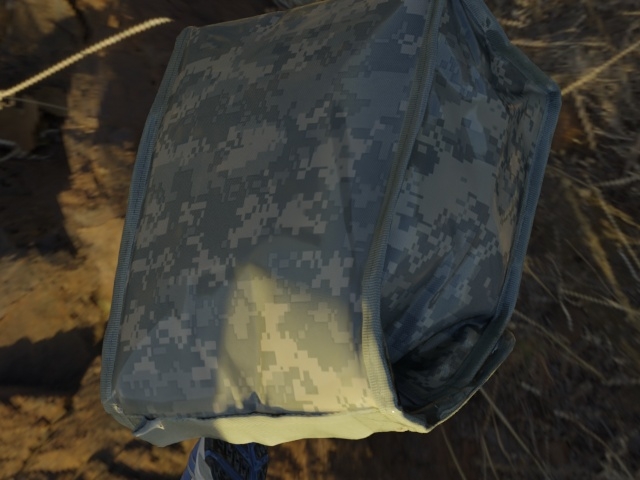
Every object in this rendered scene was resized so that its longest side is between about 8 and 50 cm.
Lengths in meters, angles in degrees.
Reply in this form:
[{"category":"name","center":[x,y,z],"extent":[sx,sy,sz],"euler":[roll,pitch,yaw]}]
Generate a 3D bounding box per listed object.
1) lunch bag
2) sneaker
[{"category":"lunch bag","center":[0.000,0.000,0.879],"extent":[0.235,0.169,0.287],"euler":[-6,57,38]},{"category":"sneaker","center":[-0.088,0.255,1.224],"extent":[0.080,0.211,0.081],"euler":[22,135,-18]}]
